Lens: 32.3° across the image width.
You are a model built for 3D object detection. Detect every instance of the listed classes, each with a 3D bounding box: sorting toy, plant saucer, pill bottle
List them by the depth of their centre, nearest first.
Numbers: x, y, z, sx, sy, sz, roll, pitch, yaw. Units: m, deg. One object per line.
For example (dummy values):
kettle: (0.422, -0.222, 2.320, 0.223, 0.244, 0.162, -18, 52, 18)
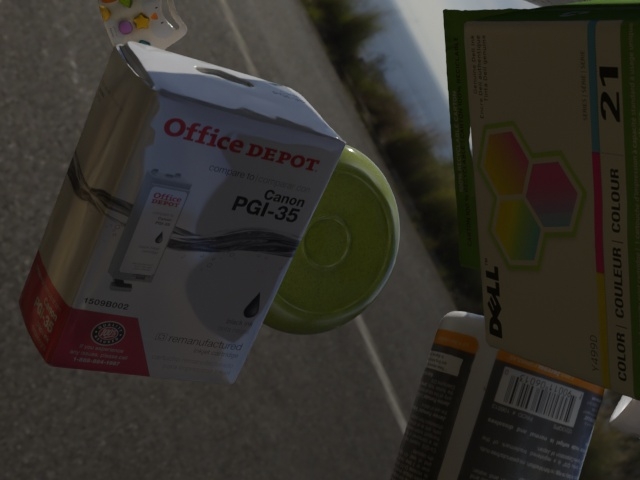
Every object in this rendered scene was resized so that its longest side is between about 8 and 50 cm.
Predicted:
pill bottle: (0.148, 0.216, 1.001, 0.162, 0.162, 0.278, 33, 75, -72)
sorting toy: (-0.177, -0.221, 1.114, 0.045, 0.075, 0.083, -83, 152, -81)
plant saucer: (0.000, 0.000, 1.327, 0.241, 0.241, 0.037, 58, -17, -23)

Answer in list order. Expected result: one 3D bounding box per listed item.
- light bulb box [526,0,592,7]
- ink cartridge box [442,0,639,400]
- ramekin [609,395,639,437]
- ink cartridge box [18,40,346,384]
light bulb box: (0.155, -0.377, 1.020, 0.361, 0.225, 0.358, 33, 10, 36)
ink cartridge box: (0.123, -0.037, 0.629, 0.255, 0.097, 0.188, 16, -64, 56)
ramekin: (0.454, 0.129, 1.219, 0.135, 0.277, 0.277, 35, 4, 13)
ink cartridge box: (-0.134, -0.017, 1.041, 0.207, 0.283, 0.117, 12, 24, -34)
